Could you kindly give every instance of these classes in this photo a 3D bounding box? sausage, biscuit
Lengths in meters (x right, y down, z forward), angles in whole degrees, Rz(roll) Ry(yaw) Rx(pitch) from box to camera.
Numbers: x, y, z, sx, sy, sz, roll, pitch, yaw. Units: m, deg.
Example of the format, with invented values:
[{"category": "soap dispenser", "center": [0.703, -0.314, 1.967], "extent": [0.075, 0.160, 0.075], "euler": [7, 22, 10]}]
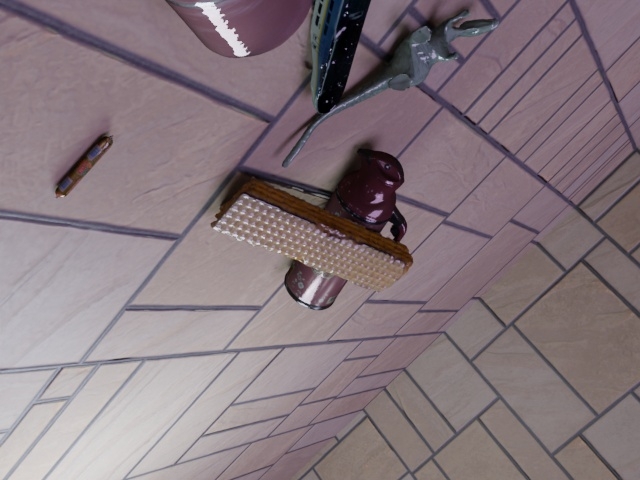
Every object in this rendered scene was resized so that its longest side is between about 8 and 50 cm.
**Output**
[{"category": "sausage", "center": [-0.267, -0.083, 0.729], "extent": [0.100, 0.015, 0.015], "euler": [-44, 155, 10]}, {"category": "biscuit", "center": [0.000, 0.000, 1.034], "extent": [0.378, 0.054, 0.094], "euler": [21, 125, -37]}]

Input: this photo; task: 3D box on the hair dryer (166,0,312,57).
[{"category": "hair dryer", "center": [-0.014, -0.336, 0.529], "extent": [0.352, 0.125, 0.210], "euler": [-42, 154, 2]}]

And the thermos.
[{"category": "thermos", "center": [0.056, -0.012, 1.150], "extent": [0.109, 0.136, 0.330], "euler": [-18, 148, -46]}]

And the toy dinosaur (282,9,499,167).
[{"category": "toy dinosaur", "center": [0.099, -0.235, 0.903], "extent": [0.383, 0.076, 0.129], "euler": [-29, 178, -7]}]

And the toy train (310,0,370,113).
[{"category": "toy train", "center": [0.018, -0.254, 0.795], "extent": [0.052, 0.051, 0.234], "euler": [-26, 155, -27]}]
